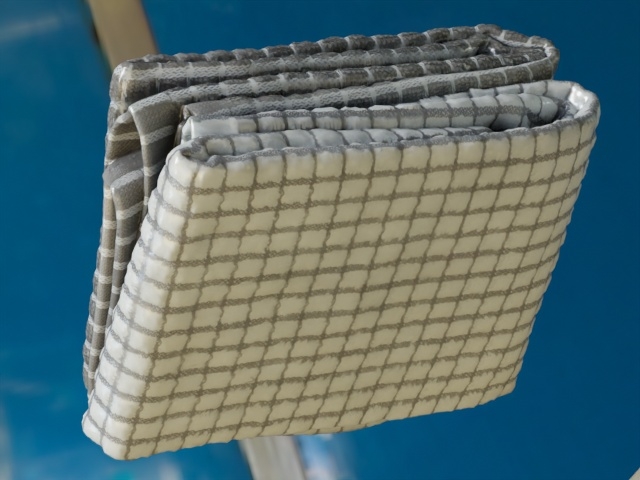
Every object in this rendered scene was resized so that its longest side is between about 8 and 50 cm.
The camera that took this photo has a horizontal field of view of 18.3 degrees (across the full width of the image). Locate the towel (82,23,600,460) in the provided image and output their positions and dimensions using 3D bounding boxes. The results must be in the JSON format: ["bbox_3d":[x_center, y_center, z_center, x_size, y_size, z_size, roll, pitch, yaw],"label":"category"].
[{"bbox_3d":[0.000,0.000,1.139,0.283,0.121,0.235,-7,-46,-26],"label":"towel"}]

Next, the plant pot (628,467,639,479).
[{"bbox_3d":[0.235,0.097,0.663,0.333,0.305,0.334,6,-58,10],"label":"plant pot"}]
